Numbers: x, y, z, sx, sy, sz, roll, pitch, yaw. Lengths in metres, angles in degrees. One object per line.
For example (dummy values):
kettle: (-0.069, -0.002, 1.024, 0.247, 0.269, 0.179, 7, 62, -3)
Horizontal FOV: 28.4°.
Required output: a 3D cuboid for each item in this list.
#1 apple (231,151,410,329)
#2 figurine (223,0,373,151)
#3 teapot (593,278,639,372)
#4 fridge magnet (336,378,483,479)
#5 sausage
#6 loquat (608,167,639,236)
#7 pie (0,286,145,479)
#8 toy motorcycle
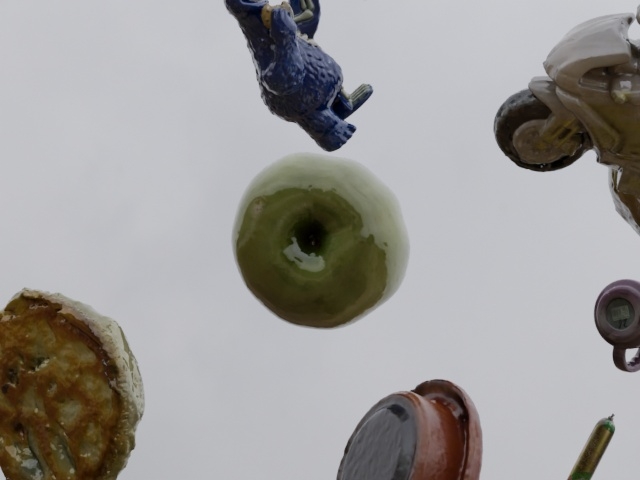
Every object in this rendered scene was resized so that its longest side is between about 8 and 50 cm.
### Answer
apple: (0.000, 0.000, 2.422, 0.357, 0.357, 0.357, 19, -27, 10)
figurine: (-0.045, -0.237, 1.637, 0.120, 0.164, 0.262, -21, -71, 30)
teapot: (0.543, 0.140, 2.123, 0.116, 0.148, 0.146, -25, -20, 38)
fridge magnet: (0.147, 0.405, 2.155, 0.155, 0.364, 0.363, 25, -25, -22)
sausage: (0.382, 0.380, 1.915, 0.032, 0.269, 0.033, 24, 10, -4)
loquat: (0.511, -0.118, 1.713, 0.276, 0.284, 0.276, 30, -18, 11)
pie: (-0.360, 0.214, 1.712, 0.315, 0.315, 0.092, 5, 3, 33)
toy motorcycle: (0.337, -0.131, 1.166, 0.340, 0.108, 0.223, 11, -46, 8)
